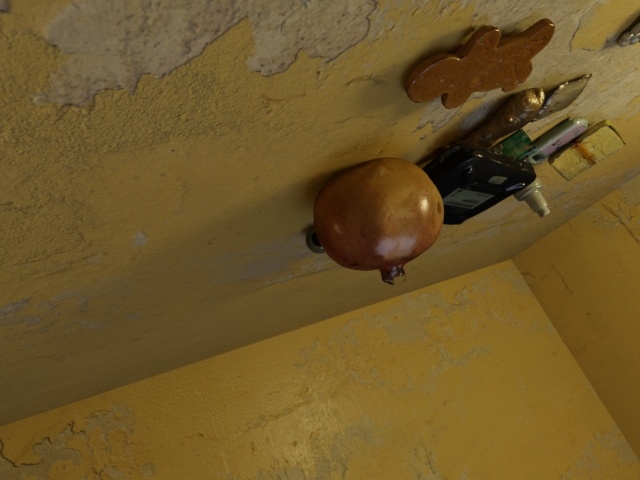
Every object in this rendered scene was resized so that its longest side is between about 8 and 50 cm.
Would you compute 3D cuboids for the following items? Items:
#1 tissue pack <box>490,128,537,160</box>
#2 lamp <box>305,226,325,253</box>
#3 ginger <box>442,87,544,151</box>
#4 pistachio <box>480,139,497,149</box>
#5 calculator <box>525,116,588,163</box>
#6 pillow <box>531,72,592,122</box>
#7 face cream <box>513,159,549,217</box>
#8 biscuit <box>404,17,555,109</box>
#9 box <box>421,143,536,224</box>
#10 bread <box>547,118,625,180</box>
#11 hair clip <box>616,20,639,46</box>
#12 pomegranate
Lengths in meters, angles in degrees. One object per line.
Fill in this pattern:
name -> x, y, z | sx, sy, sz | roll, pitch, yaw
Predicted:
tissue pack -> 0.632, -0.290, 1.450 | 0.111, 0.085, 0.079 | -35, 159, 21
lamp -> 0.000, 0.000, 1.456 | 0.091, 0.091, 0.163 | -25, 175, 1
ginger -> 0.478, -0.313, 1.233 | 0.294, 0.086, 0.131 | -32, -179, 29
pistachio -> 0.477, -0.274, 1.365 | 0.089, 0.049, 0.173 | -38, 169, -38
calculator -> 0.822, -0.350, 1.579 | 0.246, 0.045, 0.141 | -37, 156, 30
pillow -> 0.683, -0.403, 1.257 | 0.232, 0.038, 0.131 | -26, 158, -34
face cream -> 0.711, -0.189, 1.543 | 0.101, 0.252, 0.101 | -22, 159, -9
biscuit -> 0.331, -0.377, 0.956 | 0.339, 0.047, 0.216 | -19, 156, -10
box -> 0.437, -0.161, 1.391 | 0.359, 0.091, 0.350 | 6, 154, -32
bread -> 0.966, -0.319, 1.627 | 0.240, 0.135, 0.178 | -39, 174, 37
hair clip -> 0.880, -0.570, 1.119 | 0.220, 0.054, 0.140 | -18, 165, -8
pomegranate -> 0.155, -0.045, 1.168 | 0.338, 0.338, 0.338 | -22, 159, -9
